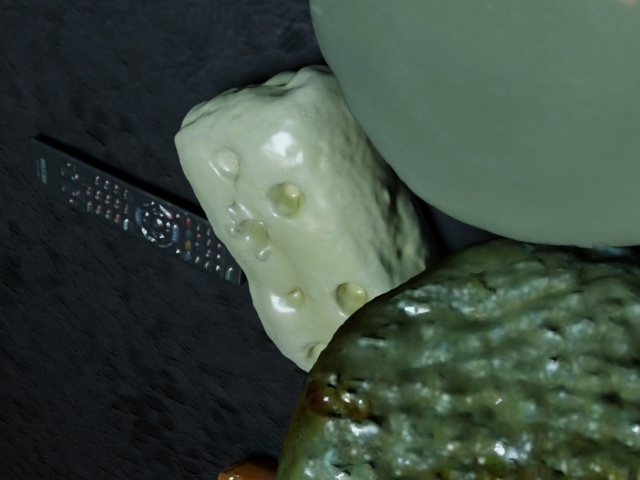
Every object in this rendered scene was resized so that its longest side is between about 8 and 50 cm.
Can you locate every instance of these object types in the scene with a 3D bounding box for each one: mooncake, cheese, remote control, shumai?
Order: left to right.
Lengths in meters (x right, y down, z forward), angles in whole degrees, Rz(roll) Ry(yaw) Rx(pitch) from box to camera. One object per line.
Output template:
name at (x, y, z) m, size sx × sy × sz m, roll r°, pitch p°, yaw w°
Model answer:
remote control at (-0.165, -0.029, 0.958) m, size 0.245 × 0.025 × 0.063 m, roll 25°, pitch 136°, yaw 20°
cheese at (-0.001, 0.001, 0.803) m, size 0.159 × 0.093 × 0.263 m, roll -5°, pitch 122°, yaw 43°
shumai at (0.135, 0.222, 0.724) m, size 0.324 × 0.397 × 0.323 m, roll 21°, pitch 157°, yaw 13°
mooncake at (0.119, -0.126, 0.564) m, size 0.275 × 0.135 × 0.275 m, roll 24°, pitch 137°, yaw 25°

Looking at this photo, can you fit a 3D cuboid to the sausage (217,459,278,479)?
sausage at (-0.042, 0.296, 1.111) m, size 0.089 × 0.089 × 0.179 m, roll -16°, pitch 111°, yaw 45°
